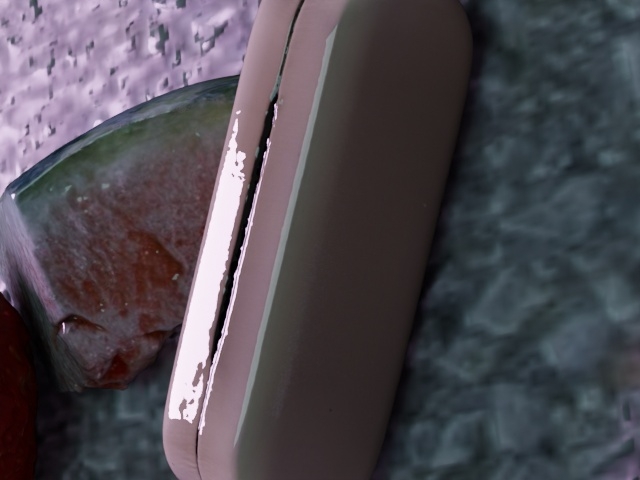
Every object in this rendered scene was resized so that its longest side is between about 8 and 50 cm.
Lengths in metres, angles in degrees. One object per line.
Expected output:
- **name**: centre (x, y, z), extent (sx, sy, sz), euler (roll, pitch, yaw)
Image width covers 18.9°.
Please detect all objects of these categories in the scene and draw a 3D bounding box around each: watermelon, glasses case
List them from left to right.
- **watermelon**: centre (-0.075, -0.009, 0.759), extent (0.094, 0.081, 0.180), euler (46, 121, 6)
- **glasses case**: centre (0.000, 0.000, 0.670), extent (0.050, 0.083, 0.196), euler (16, 93, 42)

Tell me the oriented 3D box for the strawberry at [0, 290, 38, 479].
- **strawberry**: centre (-0.179, 0.075, 0.790), extent (0.131, 0.131, 0.148), euler (36, 139, 37)
